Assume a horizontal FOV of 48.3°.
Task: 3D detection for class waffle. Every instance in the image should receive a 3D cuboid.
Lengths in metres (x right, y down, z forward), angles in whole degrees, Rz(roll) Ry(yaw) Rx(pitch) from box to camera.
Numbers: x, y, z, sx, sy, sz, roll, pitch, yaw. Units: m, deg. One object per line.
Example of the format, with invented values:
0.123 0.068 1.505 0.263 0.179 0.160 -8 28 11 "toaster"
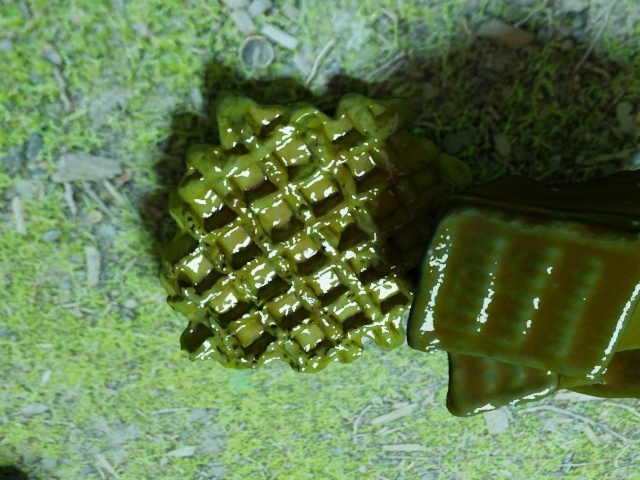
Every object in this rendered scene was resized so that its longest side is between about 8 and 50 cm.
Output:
0.000 0.000 0.550 0.237 0.059 0.244 12 114 -16 "waffle"

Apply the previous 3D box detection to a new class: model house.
0.177 0.055 0.541 0.239 0.173 0.268 -5 124 -22 "model house"

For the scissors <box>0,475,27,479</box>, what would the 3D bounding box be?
-0.427 0.282 0.703 0.289 0.041 0.138 -28 125 6 "scissors"
